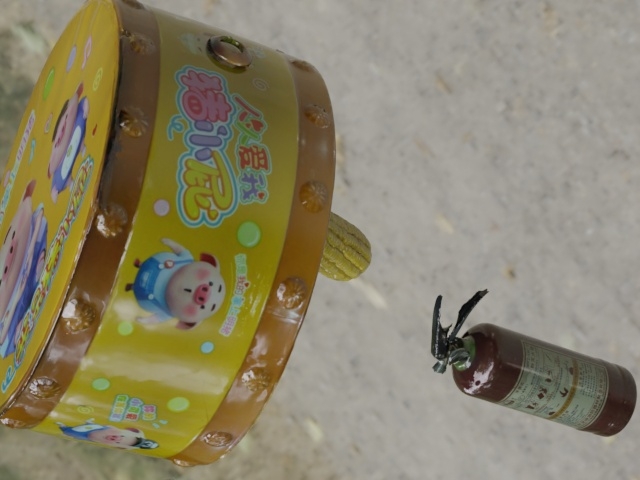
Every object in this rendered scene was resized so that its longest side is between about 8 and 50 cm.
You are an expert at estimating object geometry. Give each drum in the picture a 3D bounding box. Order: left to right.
[{"bbox_3d":[-0.166,-0.009,1.435,0.214,0.431,0.431,17,165,-22],"label":"drum"}]

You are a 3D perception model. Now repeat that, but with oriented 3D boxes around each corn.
[{"bbox_3d":[0.000,0.000,1.632,0.067,0.067,0.206,39,-175,26],"label":"corn"}]

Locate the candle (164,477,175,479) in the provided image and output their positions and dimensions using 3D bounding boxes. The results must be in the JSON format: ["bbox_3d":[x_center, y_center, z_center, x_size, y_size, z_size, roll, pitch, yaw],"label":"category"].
[{"bbox_3d":[-0.213,0.325,1.568,0.068,0.192,0.168,54,165,13],"label":"candle"}]

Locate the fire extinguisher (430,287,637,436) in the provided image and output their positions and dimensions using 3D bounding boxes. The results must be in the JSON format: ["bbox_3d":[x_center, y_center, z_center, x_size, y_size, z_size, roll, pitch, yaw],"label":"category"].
[{"bbox_3d":[0.189,0.109,1.408,0.231,0.099,0.071,21,-165,-26],"label":"fire extinguisher"}]
